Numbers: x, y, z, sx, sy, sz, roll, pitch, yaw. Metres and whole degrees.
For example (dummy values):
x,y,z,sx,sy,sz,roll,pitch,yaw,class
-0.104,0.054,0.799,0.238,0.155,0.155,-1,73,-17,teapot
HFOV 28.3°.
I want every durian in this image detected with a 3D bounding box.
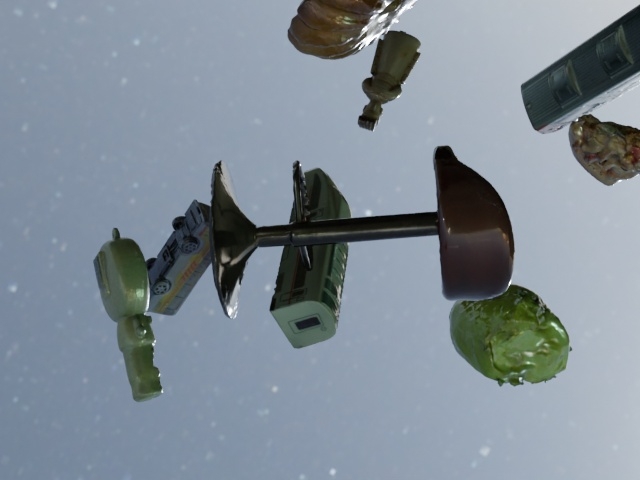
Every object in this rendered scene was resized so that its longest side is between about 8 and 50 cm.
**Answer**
x,y,z,sx,sy,sz,roll,pitch,yaw,class
0.377,0.190,2.611,0.256,0.204,0.339,39,175,-23,durian

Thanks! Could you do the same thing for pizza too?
x,y,z,sx,sy,sz,roll,pitch,yaw,class
0.424,-0.105,1.666,0.195,0.052,0.185,7,162,32,pizza

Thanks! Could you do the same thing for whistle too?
x,y,z,sx,sy,sz,roll,pitch,yaw,class
-0.277,0.104,1.827,0.067,0.126,0.258,-10,-104,-22,whistle

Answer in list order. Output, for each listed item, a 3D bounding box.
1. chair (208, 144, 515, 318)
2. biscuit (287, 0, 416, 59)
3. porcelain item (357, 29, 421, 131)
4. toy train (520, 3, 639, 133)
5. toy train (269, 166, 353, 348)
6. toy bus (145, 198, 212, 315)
x,y,z,sx,sy,sz,roll,pitch,yaw,class
0.061,-0.013,1.747,0.400,0.227,0.226,-3,-161,7,chair
0.091,-0.403,2.020,0.107,0.326,0.326,48,-158,2,biscuit
0.120,-0.289,2.347,0.084,0.213,0.054,16,155,12,porcelain item
0.396,-0.243,1.838,0.089,0.086,0.409,-12,173,-23,toy train
0.000,0.000,1.992,0.086,0.088,0.407,58,-157,-29,toy train
-0.208,0.030,1.922,0.075,0.190,0.064,20,-151,-35,toy bus
